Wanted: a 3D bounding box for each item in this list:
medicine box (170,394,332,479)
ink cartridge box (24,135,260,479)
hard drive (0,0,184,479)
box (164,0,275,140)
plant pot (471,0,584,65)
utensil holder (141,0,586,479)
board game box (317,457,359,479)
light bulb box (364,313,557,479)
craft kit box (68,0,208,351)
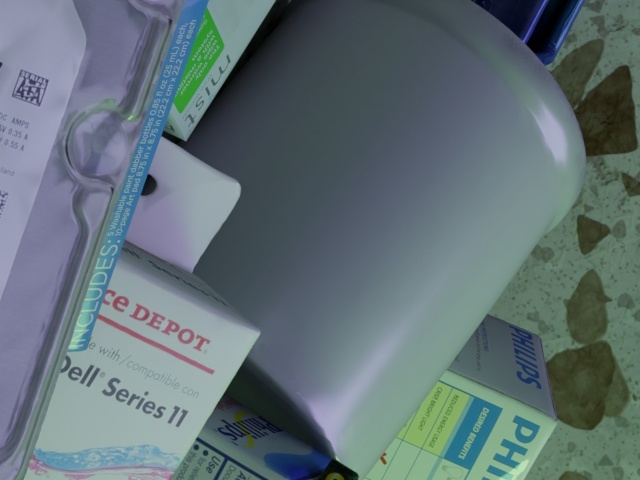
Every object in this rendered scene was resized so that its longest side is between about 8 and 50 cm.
[{"bbox_3d":[-0.183,0.218,1.289,0.263,0.289,0.149,-62,168,6],"label":"medicine box"},{"bbox_3d":[-0.188,0.088,1.104,0.207,0.119,0.353,29,93,-34],"label":"ink cartridge box"},{"bbox_3d":[-0.201,-0.036,0.742,0.237,0.064,0.339,19,89,-38],"label":"hard drive"},{"bbox_3d":[-0.089,-0.230,1.052,0.262,0.126,0.231,-59,166,-11],"label":"box"},{"bbox_3d":[0.176,-0.322,1.698,0.236,0.212,0.236,-63,168,15],"label":"plant pot"},{"bbox_3d":[0.000,0.000,1.485,0.385,0.327,0.327,-51,165,-27],"label":"utensil holder"},{"bbox_3d":[-0.016,0.271,1.328,0.136,0.030,0.260,-54,166,-20],"label":"board game box"},{"bbox_3d":[0.010,0.217,1.797,0.225,0.361,0.358,-80,-165,-70],"label":"light bulb box"},{"bbox_3d":[-0.206,-0.045,0.869,0.246,0.061,0.250,-2,127,-39],"label":"craft kit box"}]
